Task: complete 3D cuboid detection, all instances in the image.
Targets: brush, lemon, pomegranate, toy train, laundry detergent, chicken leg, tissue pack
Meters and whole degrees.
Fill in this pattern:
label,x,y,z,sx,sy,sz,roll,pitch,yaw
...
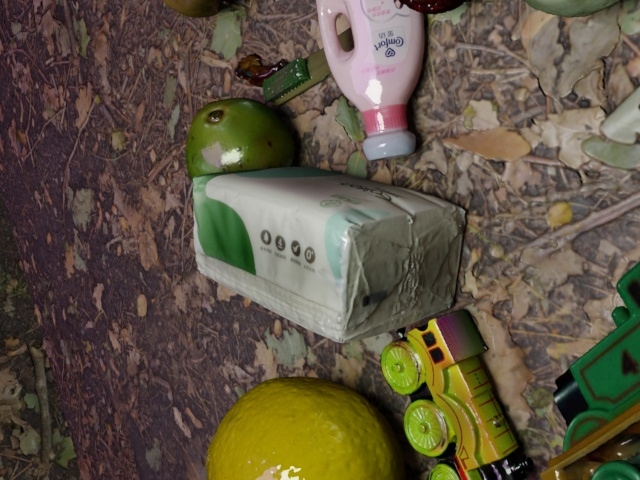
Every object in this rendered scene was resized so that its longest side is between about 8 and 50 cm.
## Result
label,x,y,z,sx,sy,sz,roll,pitch,yaw
brush,-0.008,-0.305,1.114,0.282,0.048,0.054,-18,83,45
lemon,-0.023,0.378,1.061,0.336,0.336,0.335,11,105,46
pomegranate,-0.133,-0.135,1.177,0.159,0.190,0.240,15,107,30
toy train,0.200,0.252,0.947,0.161,0.101,0.296,-37,71,43
laundry detergent,0.080,-0.288,0.973,0.159,0.088,0.334,-7,94,22
chicken leg,-0.115,-0.326,1.238,0.145,0.037,0.062,26,102,44
tissue pack,0.000,-0.001,0.995,0.357,0.266,0.193,19,111,43
toy train,0.381,0.153,0.671,0.429,0.178,0.249,120,144,-43

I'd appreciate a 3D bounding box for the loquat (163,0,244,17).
label,x,y,z,sx,sy,sz,roll,pitch,yaw
loquat,-0.227,-0.517,1.201,0.213,0.213,0.213,11,105,46

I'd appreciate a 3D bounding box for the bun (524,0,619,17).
label,x,y,z,sx,sy,sz,roll,pitch,yaw
bun,0.299,-0.346,0.717,0.195,0.118,0.195,1,92,48

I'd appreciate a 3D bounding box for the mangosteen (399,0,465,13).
label,x,y,z,sx,sy,sz,roll,pitch,yaw
mangosteen,0.158,-0.393,0.842,0.180,0.166,0.166,-43,61,9
